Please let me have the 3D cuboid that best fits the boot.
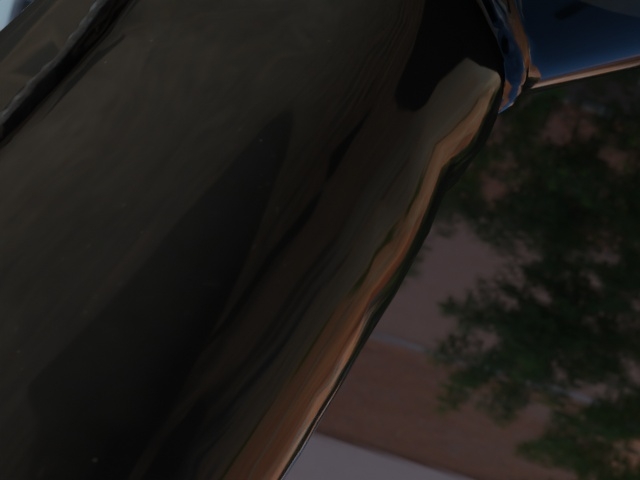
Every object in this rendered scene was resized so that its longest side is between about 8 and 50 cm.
[{"bbox_3d":[-0.001,0.000,0.350,0.367,0.445,0.146,0,131,49],"label":"boot"}]
